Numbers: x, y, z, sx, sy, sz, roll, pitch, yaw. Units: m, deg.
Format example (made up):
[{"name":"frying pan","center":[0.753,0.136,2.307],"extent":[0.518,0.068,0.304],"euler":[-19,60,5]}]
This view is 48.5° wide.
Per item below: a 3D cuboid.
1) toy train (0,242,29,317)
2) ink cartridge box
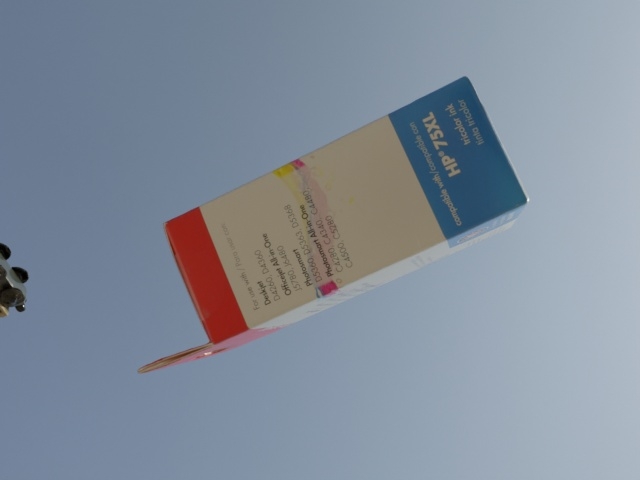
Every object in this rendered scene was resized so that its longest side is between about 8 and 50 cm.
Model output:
[{"name":"toy train","center":[-0.207,-0.011,0.387],"extent":[0.036,0.027,0.158],"euler":[-17,-46,0]},{"name":"ink cartridge box","center":[0.000,0.000,0.438],"extent":[0.231,0.134,0.078],"euler":[-25,-99,8]}]
